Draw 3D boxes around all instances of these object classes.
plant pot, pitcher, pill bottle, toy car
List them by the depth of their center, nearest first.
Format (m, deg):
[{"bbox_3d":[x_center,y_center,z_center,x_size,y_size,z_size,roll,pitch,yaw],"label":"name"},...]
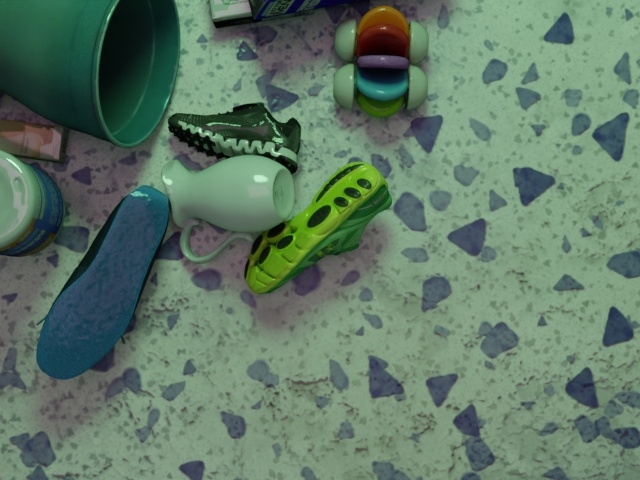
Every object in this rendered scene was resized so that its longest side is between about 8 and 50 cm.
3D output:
[{"bbox_3d":[-0.486,-0.051,1.484,0.152,0.272,0.152,0,86,-1],"label":"pill bottle"},{"bbox_3d":[-0.398,-0.304,1.519,0.255,0.272,0.271,13,86,14],"label":"plant pot"},{"bbox_3d":[-0.148,-0.049,1.558,0.207,0.125,0.177,0,103,25],"label":"pitcher"},{"bbox_3d":[0.103,-0.299,1.579,0.159,0.136,0.181,2,87,-2],"label":"toy car"}]

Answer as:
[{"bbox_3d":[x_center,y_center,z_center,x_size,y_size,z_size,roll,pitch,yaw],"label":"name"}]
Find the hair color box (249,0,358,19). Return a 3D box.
[{"bbox_3d":[0.035,-0.491,1.560,0.339,0.110,0.185,-15,89,-17],"label":"hair color box"}]

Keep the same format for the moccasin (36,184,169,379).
[{"bbox_3d":[-0.342,0.074,1.563,0.138,0.117,0.342,35,82,-11],"label":"moccasin"}]

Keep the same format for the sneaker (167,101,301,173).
[{"bbox_3d":[-0.137,-0.188,1.602,0.234,0.078,0.106,15,71,7],"label":"sneaker"}]

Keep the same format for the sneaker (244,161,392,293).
[{"bbox_3d":[0.000,0.000,1.568,0.295,0.123,0.109,-38,45,14],"label":"sneaker"}]

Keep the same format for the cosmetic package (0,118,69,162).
[{"bbox_3d":[-0.489,-0.168,1.606,0.115,0.041,0.060,6,87,-1],"label":"cosmetic package"}]

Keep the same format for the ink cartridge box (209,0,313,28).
[{"bbox_3d":[-0.123,-0.559,1.626,0.176,0.069,0.370,-8,89,-1],"label":"ink cartridge box"}]
